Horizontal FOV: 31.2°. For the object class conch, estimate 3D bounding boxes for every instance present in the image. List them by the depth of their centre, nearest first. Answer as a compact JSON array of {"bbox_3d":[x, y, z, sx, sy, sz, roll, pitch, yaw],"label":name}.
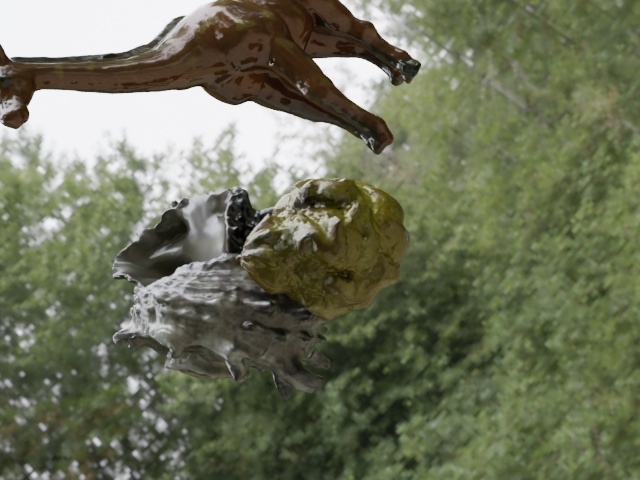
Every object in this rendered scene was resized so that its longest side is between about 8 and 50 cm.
[{"bbox_3d":[-0.115,0.068,1.217,0.240,0.313,0.186,-10,-53,-28],"label":"conch"}]

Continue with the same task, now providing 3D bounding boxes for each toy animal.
[{"bbox_3d":[-0.064,-0.104,0.693,0.066,0.229,0.224,119,174,-47],"label":"toy animal"}]

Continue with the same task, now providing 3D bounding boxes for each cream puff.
[{"bbox_3d":[0.000,0.000,1.075,0.116,0.146,0.146,19,-69,-50],"label":"cream puff"}]
